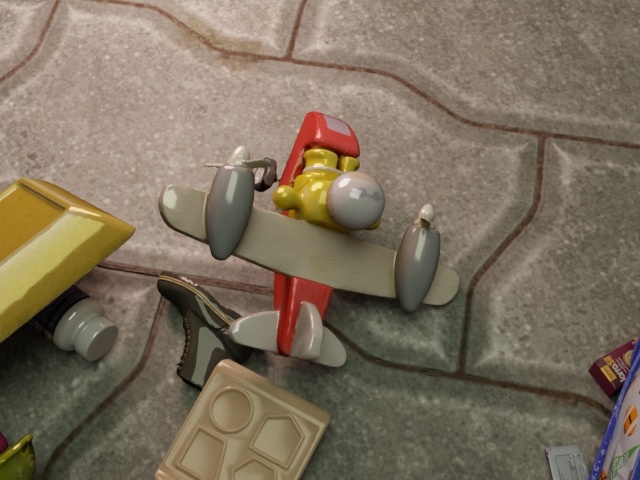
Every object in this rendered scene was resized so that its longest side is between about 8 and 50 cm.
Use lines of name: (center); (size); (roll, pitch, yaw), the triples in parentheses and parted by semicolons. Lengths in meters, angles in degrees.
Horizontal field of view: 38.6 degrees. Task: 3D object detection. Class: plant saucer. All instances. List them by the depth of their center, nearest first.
plant saucer: (-0.496, 0.022, 1.409); (0.333, 0.081, 0.333); (-42, 34, -20)

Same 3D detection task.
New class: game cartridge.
game cartridge: (0.362, 0.341, 1.328); (0.056, 0.017, 0.083); (-6, 60, 2)

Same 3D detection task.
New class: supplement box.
supplement box: (0.462, 0.194, 1.393); (0.083, 0.043, 0.055); (-27, 64, -13)

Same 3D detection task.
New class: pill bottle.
pill bottle: (-0.403, 0.115, 1.437); (0.169, 0.094, 0.094); (33, 66, 19)

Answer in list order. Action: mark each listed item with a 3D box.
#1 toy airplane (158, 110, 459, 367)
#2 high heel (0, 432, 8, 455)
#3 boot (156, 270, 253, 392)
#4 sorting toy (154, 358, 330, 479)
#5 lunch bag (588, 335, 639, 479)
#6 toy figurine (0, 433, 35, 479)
toy airplane: (0.000, 0.000, 1.379); (0.386, 0.272, 0.384); (-32, 85, -38)
high heel: (-0.607, 0.201, 1.369); (0.377, 0.127, 0.181); (15, 72, 14)
boot: (-0.208, 0.147, 1.429); (0.198, 0.077, 0.137); (31, 71, 19)
sorting toy: (-0.113, 0.304, 1.340); (0.193, 0.038, 0.208); (26, 73, 15)
lunch bag: (0.578, 0.256, 1.232); (0.328, 0.239, 0.385); (24, 72, 5)
toy figurine: (-0.475, 0.458, 1.211); (0.363, 0.191, 0.217); (-38, 80, -26)
